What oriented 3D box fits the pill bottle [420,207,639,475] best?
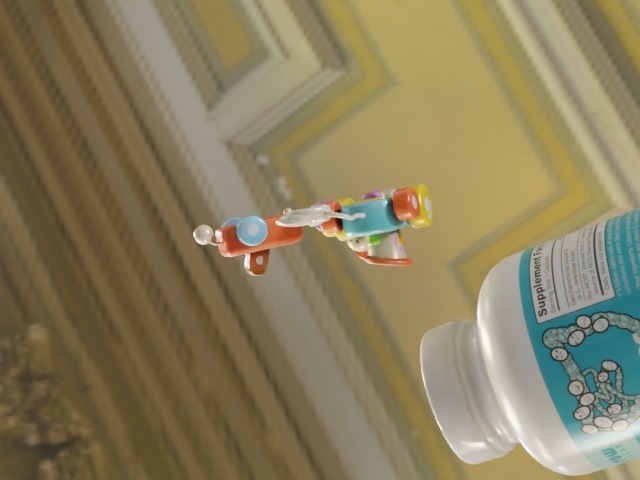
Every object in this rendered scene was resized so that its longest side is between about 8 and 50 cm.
[{"bbox_3d":[0.198,0.056,1.022,0.264,0.146,0.146,-22,-98,21],"label":"pill bottle"}]

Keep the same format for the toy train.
[{"bbox_3d":[0.000,0.000,1.006,0.166,0.125,0.046,176,-98,-71],"label":"toy train"}]
